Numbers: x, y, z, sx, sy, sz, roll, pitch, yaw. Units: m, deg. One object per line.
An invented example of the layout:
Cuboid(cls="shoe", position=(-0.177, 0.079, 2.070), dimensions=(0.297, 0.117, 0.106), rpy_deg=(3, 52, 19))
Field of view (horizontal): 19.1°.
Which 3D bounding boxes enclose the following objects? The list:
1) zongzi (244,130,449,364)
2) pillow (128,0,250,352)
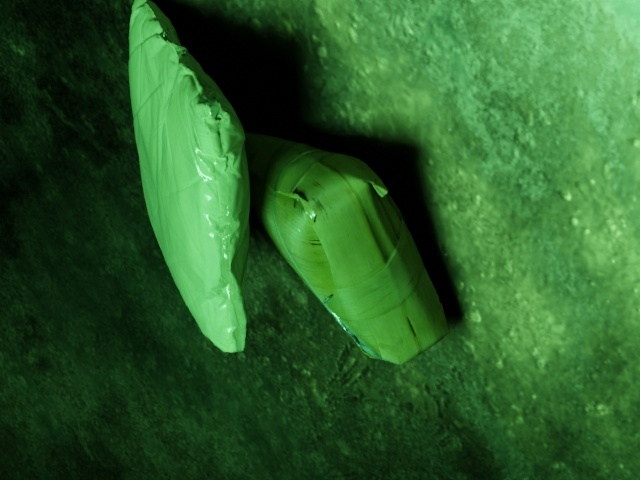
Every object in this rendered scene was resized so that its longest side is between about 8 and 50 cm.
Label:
Cuboid(cls="zongzi", position=(0.000, 0.000, 1.878), dimensions=(0.256, 0.115, 0.228), rpy_deg=(24, 149, 51))
Cuboid(cls="pillow", position=(-0.125, -0.071, 1.868), dimensions=(0.281, 0.076, 0.274), rpy_deg=(-125, 28, -55))
